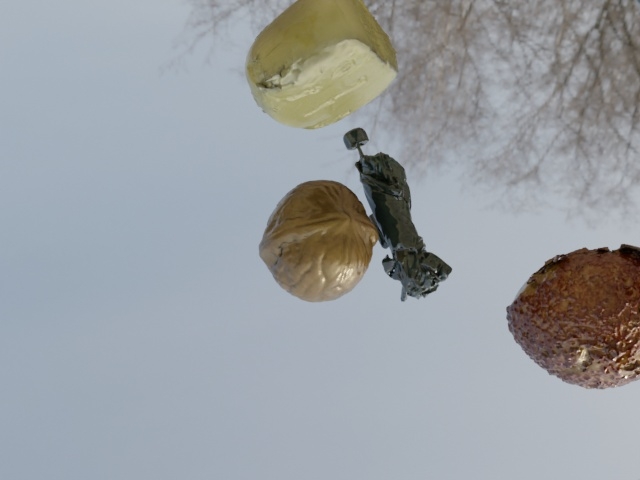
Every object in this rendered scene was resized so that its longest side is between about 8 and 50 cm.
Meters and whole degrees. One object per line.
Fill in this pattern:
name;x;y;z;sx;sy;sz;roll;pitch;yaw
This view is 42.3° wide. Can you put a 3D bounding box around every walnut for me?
walnut;0.000;0.000;1.489;0.227;0.228;0.228;5;-145;-3

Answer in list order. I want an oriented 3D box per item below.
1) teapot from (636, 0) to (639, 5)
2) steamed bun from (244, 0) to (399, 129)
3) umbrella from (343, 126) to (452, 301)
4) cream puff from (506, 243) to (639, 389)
teapot;0.404;-0.299;0.986;0.083;0.049;0.064;46;-132;-16
steamed bun;-0.010;-0.306;1.366;0.273;0.232;0.166;13;-131;-63
umbrella;0.139;-0.057;1.571;0.094;0.143;0.349;-18;-100;-40
cream puff;0.539;0.166;1.595;0.350;0.350;0.229;3;-121;-6
